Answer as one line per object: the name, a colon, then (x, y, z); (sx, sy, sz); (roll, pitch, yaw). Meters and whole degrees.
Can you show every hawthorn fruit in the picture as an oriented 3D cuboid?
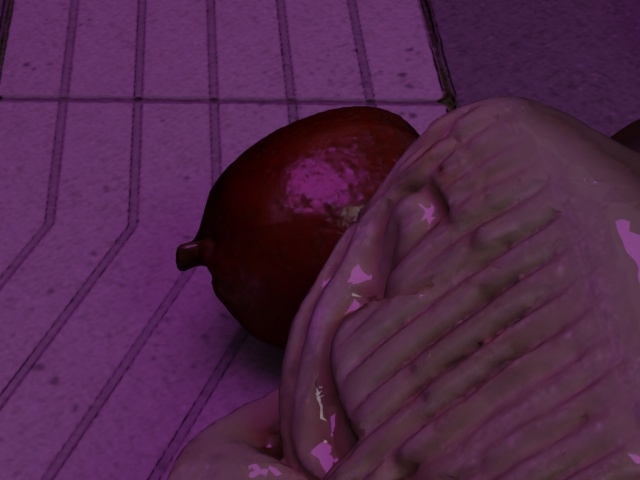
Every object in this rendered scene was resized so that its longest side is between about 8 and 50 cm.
hawthorn fruit: (0.000, 0.000, 0.894); (0.188, 0.169, 0.169); (-18, 41, -8)

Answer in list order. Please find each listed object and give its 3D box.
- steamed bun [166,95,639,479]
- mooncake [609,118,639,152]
steamed bun: (0.109, 0.151, 0.636); (0.346, 0.237, 0.394); (-7, 66, 43)
mooncake: (0.228, 0.035, 0.826); (0.234, 0.117, 0.235); (-1, 53, 1)
